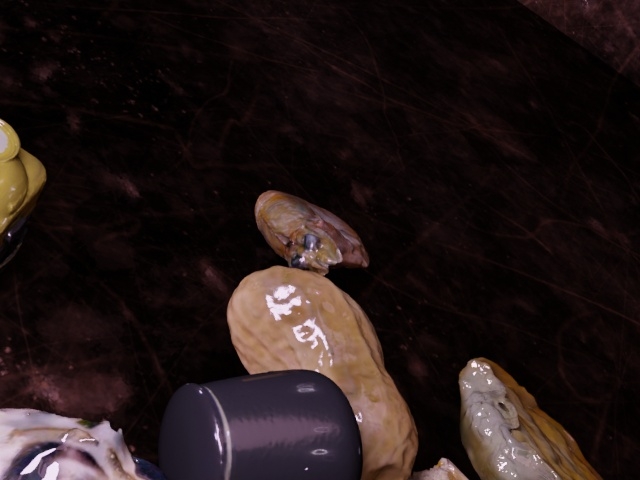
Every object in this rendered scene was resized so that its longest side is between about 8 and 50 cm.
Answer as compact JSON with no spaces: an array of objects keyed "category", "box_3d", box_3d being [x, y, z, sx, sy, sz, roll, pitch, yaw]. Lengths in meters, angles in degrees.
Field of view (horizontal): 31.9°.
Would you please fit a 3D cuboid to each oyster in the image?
[{"category":"oyster","box_3d":[-0.222,0.259,0.962,0.351,0.115,0.238,36,24,-7]}]

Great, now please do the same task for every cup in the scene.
[{"category":"cup","box_3d":[-0.075,0.209,1.122,0.176,0.169,0.223,1,8,-31]}]

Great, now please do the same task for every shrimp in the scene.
[{"category":"shrimp","box_3d":[0.000,0.000,1.447,0.168,0.077,0.317,21,13,-15]}]

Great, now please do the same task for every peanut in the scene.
[{"category":"peanut","box_3d":[0.013,0.152,1.267,0.159,0.143,0.291,-16,59,-33]}]

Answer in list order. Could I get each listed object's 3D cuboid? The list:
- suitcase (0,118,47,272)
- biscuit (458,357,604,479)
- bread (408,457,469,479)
[{"category":"suitcase","box_3d":[-0.412,-0.057,1.153,0.235,0.143,0.194,31,33,-7]},{"category":"biscuit","box_3d":[0.273,0.297,1.323,0.329,0.078,0.335,46,16,0]},{"category":"bread","box_3d":[0.150,0.319,1.226,0.177,0.084,0.119,42,16,10]}]
